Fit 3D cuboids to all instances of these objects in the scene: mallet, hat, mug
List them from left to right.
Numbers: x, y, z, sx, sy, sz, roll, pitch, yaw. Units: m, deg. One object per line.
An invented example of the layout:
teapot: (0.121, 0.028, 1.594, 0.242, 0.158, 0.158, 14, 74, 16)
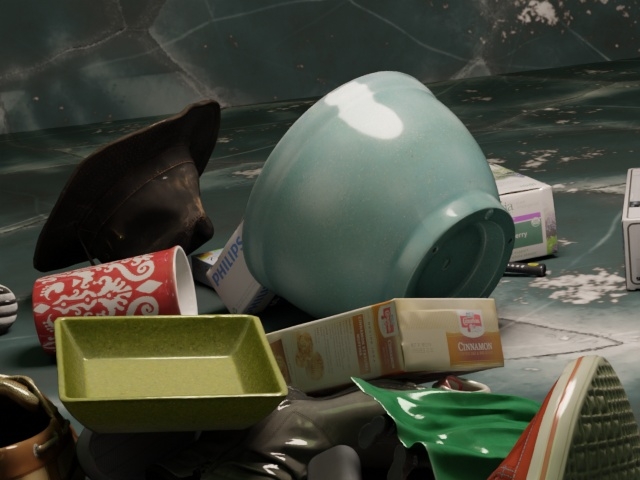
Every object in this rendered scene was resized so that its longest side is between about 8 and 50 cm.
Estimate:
mug: (-0.231, 0.087, 1.811, 0.169, 0.150, 0.113, -9, 50, 5)
hat: (-0.218, -0.026, 2.040, 0.331, 0.134, 0.331, -37, -14, -11)
mallet: (0.191, 0.027, 1.972, 0.190, 0.039, 0.062, 4, 14, 17)

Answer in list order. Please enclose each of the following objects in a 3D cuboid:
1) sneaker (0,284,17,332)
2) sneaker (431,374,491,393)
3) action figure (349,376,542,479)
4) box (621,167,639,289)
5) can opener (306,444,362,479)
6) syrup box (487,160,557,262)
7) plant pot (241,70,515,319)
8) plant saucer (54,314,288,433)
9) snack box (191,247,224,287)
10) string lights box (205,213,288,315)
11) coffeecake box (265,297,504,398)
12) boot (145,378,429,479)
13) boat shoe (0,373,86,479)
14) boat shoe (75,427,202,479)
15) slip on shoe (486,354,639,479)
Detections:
sneaker: (-0.494, 0.085, 1.945, 0.229, 0.086, 0.132, 1, 7, -16)
sneaker: (0.093, 0.154, 1.406, 0.134, 0.070, 0.051, -3, 16, 15)
action figure: (0.142, 0.166, 1.266, 0.232, 0.063, 0.137, 7, 33, -35)
box: (0.459, -0.023, 1.932, 0.169, 0.087, 0.290, -3, 14, 14)
can opener: (0.037, 0.220, 1.138, 0.093, 0.074, 0.280, -27, 12, 0)
syrup box: (0.222, -0.040, 2.087, 0.093, 0.096, 0.237, -11, 15, -14)
plant pot: (0.088, -0.013, 1.733, 0.293, 0.293, 0.196, -18, 44, -40)
plant saucer: (-0.134, 0.119, 1.368, 0.188, 0.045, 0.188, -1, 18, -11)
snack box: (-0.094, 0.037, 2.033, 0.100, 0.037, 0.141, -12, 14, -26)
string lights box: (0.000, 0.000, 1.923, 0.260, 0.076, 0.133, -18, -25, -40)
coffeecake box: (0.052, 0.103, 1.457, 0.185, 0.068, 0.142, -18, -14, 42)
boot: (-0.013, 0.190, 1.333, 0.246, 0.083, 0.161, 0, 25, 28)
boat shoe: (-0.266, 0.174, 1.370, 0.123, 0.120, 0.324, -9, 14, -12)
boat shoe: (-0.150, 0.177, 1.439, 0.076, 0.083, 0.226, -22, -5, 37)
slip on shoe: (0.126, 0.193, 1.000, 0.101, 0.123, 0.331, -8, 34, 36)
